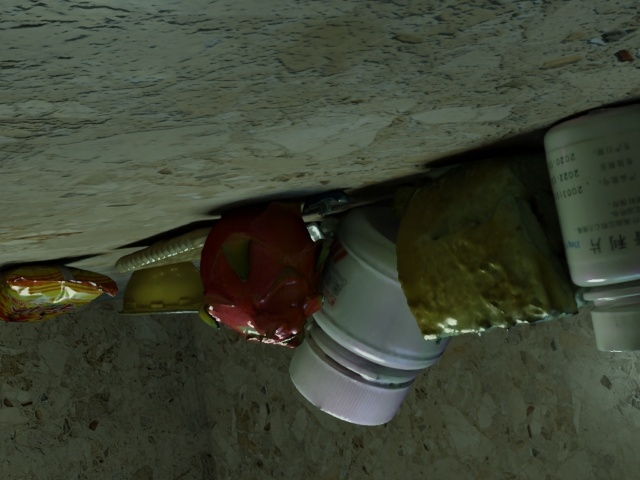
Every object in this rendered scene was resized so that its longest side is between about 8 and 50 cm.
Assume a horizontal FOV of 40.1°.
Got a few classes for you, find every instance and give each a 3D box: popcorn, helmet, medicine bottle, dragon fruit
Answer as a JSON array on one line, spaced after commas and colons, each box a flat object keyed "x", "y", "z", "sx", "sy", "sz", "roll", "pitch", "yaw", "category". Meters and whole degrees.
[{"x": 0.148, "y": -0.066, "z": 1.471, "sx": 0.083, "sy": 0.068, "sz": 0.059, "roll": -12, "pitch": -144, "yaw": 55, "category": "popcorn"}, {"x": -0.359, "y": 0.109, "z": 2.100, "sx": 0.257, "sy": 0.140, "sz": 0.205, "roll": -4, "pitch": 178, "yaw": 6, "category": "helmet"}, {"x": 0.100, "y": 0.128, "z": 1.511, "sx": 0.256, "sy": 0.324, "sz": 0.256, "roll": 21, "pitch": -158, "yaw": -9, "category": "medicine bottle"}, {"x": -0.089, "y": 0.057, "z": 1.404, "sx": 0.224, "sy": 0.227, "sz": 0.224, "roll": 1, "pitch": 171, "yaw": 0, "category": "dragon fruit"}, {"x": 0.385, "y": -0.014, "z": 1.089, "sx": 0.170, "sy": 0.292, "sz": 0.170, "roll": -10, "pitch": 178, "yaw": 0, "category": "medicine bottle"}]

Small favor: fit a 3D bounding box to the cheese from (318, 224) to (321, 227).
[{"x": 0.000, "y": 0.000, "z": 1.937, "sx": 0.189, "sy": 0.074, "sz": 0.286, "roll": -14, "pitch": 171, "yaw": 39, "category": "cheese"}]

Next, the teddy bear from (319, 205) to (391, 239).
[{"x": 0.087, "y": 0.015, "z": 1.743, "sx": 0.236, "sy": 0.151, "sz": 0.267, "roll": -41, "pitch": -153, "yaw": -26, "category": "teddy bear"}]

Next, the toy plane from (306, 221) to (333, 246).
[{"x": -0.079, "y": 0.054, "z": 1.652, "sx": 0.252, "sy": 0.118, "sz": 0.252, "roll": -27, "pitch": -149, "yaw": 18, "category": "toy plane"}]

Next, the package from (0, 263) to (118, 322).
[{"x": -0.574, "y": 0.101, "z": 1.764, "sx": 0.223, "sy": 0.108, "sz": 0.288, "roll": 2, "pitch": 162, "yaw": -45, "category": "package"}]

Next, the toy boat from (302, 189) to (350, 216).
[{"x": 0.008, "y": -0.057, "z": 1.397, "sx": 0.083, "sy": 0.038, "sz": 0.038, "roll": -13, "pitch": 175, "yaw": 22, "category": "toy boat"}]

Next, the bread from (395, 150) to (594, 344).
[{"x": 0.306, "y": -0.010, "z": 1.315, "sx": 0.395, "sy": 0.263, "sz": 0.239, "roll": -11, "pitch": 170, "yaw": -46, "category": "bread"}]

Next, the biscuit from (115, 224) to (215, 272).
[{"x": -0.227, "y": 0.006, "z": 1.650, "sx": 0.217, "sy": 0.044, "sz": 0.325, "roll": -8, "pitch": 175, "yaw": -39, "category": "biscuit"}]
